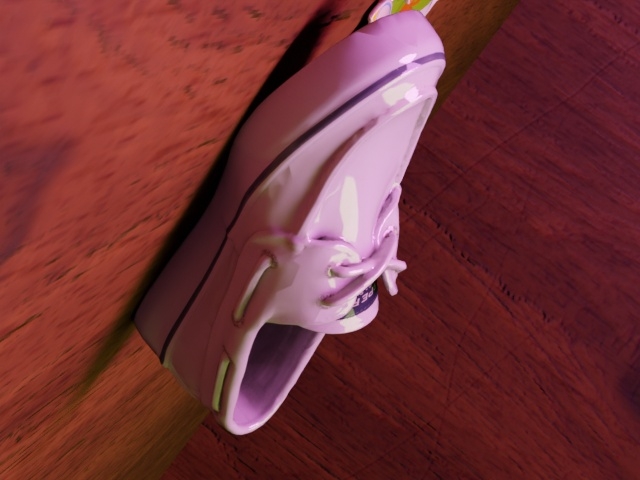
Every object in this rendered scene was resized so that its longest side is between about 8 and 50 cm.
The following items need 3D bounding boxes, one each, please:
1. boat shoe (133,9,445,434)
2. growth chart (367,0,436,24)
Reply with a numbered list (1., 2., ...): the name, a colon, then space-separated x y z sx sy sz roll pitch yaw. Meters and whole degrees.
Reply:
1. boat shoe: 0.000 0.000 0.870 0.095 0.084 0.258 -26 162 -34
2. growth chart: 0.015 -0.079 1.019 0.237 0.021 0.172 -53 176 -4
